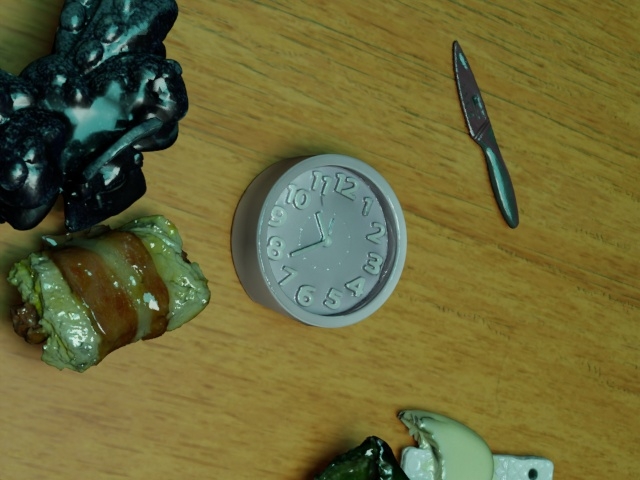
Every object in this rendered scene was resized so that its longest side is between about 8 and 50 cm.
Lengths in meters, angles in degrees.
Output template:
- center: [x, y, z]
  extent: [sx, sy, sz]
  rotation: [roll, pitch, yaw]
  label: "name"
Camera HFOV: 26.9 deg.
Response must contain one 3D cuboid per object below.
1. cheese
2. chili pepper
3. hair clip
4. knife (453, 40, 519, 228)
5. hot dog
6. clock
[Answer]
- center: [0.193, 0.279, 1.643]
  extent: [0.235, 0.050, 0.127]
  rotation: [9, 83, -31]
  label: "cheese"
- center: [0.001, 0.353, 1.510]
  extent: [0.264, 0.116, 0.148]
  rotation: [-54, 125, -18]
  label: "chili pepper"
- center: [-0.253, -0.128, 1.303]
  extent: [0.310, 0.194, 0.206]
  rotation: [-35, 84, -24]
  label: "hair clip"
- center: [0.202, -0.130, 1.669]
  extent: [0.035, 0.018, 0.247]
  rotation: [-24, 99, -25]
  label: "knife"
- center: [-0.221, 0.054, 1.380]
  extent: [0.213, 0.103, 0.146]
  rotation: [-16, 77, -38]
  label: "hot dog"
- center: [0.000, 0.000, 1.521]
  extent: [0.197, 0.068, 0.196]
  rotation: [0, 89, -30]
  label: "clock"
